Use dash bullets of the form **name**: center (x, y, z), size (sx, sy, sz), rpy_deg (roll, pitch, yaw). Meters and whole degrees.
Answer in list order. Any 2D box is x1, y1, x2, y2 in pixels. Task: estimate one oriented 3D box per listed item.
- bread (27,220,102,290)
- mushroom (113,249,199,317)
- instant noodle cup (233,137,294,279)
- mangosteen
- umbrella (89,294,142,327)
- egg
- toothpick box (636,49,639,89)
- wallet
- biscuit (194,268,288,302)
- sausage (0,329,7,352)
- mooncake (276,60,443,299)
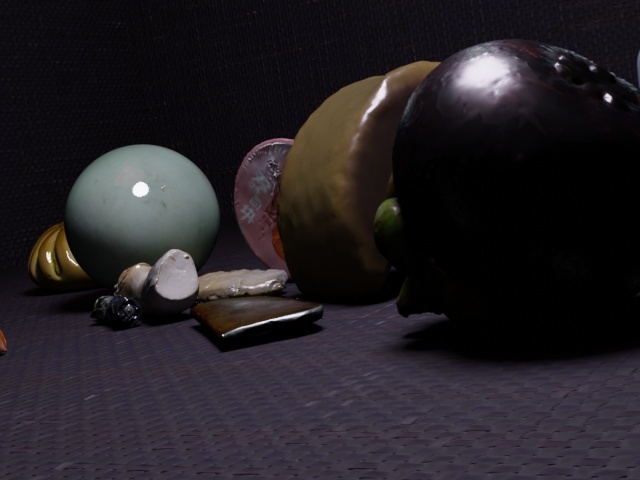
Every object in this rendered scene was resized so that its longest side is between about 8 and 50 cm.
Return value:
- **bread**: center (-0.508, 0.019, 2.259), size (0.333, 0.160, 0.333), rpy_deg (-11, 5, 1)
- **mushroom**: center (-0.247, 0.072, 1.520), size (0.081, 0.092, 0.223), rpy_deg (-26, 4, -26)
- **instant noodle cup**: center (0.013, -0.076, 1.725), size (0.243, 0.243, 0.231), rpy_deg (-5, 12, 39)
- **mangosteen**: center (0.204, -0.040, 0.993), size (0.300, 0.300, 0.300), rpy_deg (-9, 4, 1)
- **umbrella**: center (-0.313, 0.102, 1.518), size (0.050, 0.046, 0.188), rpy_deg (10, -5, -24)
- **egg**: center (-0.323, -0.038, 1.842), size (0.276, 0.276, 0.389), rpy_deg (-9, 4, -2)
- **toothpick box**: center (0.659, -0.220, 1.643), size (0.263, 0.355, 0.263), rpy_deg (-9, 4, 1)
- **wallet**: center (-0.080, 0.094, 1.259), size (0.137, 0.031, 0.255), rpy_deg (-10, 5, -14)
- **biscuit**: center (-0.164, 0.075, 1.618), size (0.141, 0.038, 0.289), rpy_deg (-12, 6, -33)
- **sausage**: center (-0.519, 0.130, 1.365), size (0.179, 0.089, 0.089), rpy_deg (0, 4, -5)
- **mooncake**: center (0.142, -0.055, 1.482), size (0.394, 0.393, 0.246), rpy_deg (34, -18, -28)
